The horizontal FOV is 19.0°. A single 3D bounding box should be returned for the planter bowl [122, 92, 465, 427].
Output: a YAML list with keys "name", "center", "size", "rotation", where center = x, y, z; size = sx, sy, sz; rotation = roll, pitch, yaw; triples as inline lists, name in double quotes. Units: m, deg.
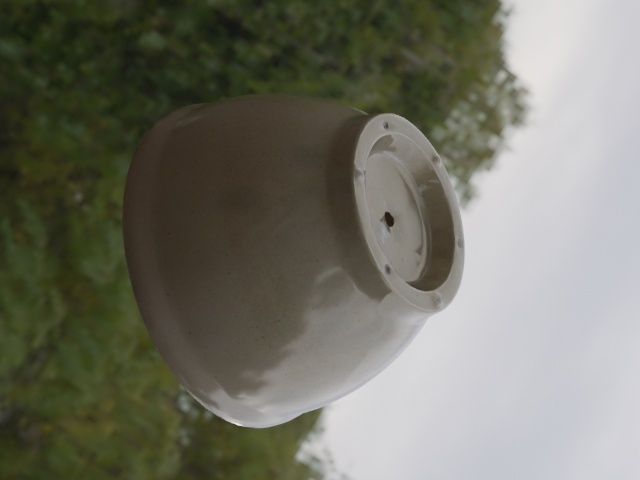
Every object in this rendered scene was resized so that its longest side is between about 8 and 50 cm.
- name: "planter bowl"
  center: [0.000, 0.000, 0.905]
  size: [0.109, 0.162, 0.162]
  rotation: [-16, -145, 32]
